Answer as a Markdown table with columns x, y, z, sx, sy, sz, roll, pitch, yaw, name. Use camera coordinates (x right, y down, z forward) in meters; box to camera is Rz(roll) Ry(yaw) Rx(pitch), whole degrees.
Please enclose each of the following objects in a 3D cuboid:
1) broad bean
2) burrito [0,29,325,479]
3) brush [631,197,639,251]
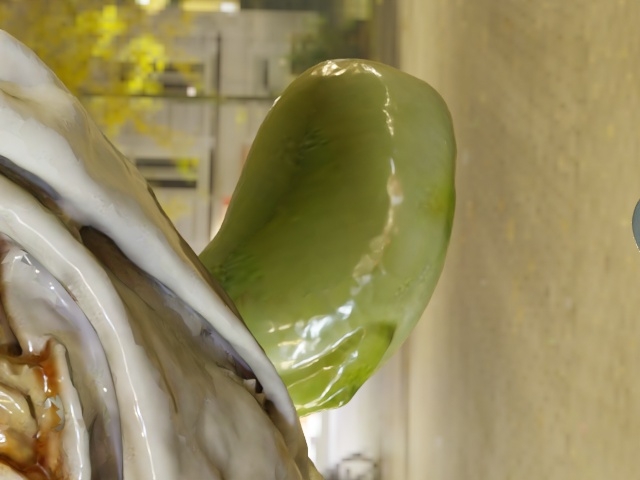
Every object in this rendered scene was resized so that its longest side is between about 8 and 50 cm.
| x | y | z | sx | sy | sz | roll | pitch | yaw | name |
| --- | --- | --- | --- | --- | --- | --- | --- | --- | --- |
| 0.000 | 0.000 | 0.792 | 0.082 | 0.124 | 0.174 | 24 | -89 | -51 | broad bean |
| 0.001 | 0.123 | 0.369 | 0.392 | 0.076 | 0.117 | 62 | 175 | -14 | burrito |
| 0.232 | -0.065 | 0.783 | 0.027 | 0.062 | 0.266 | -43 | -7 | -46 | brush |
